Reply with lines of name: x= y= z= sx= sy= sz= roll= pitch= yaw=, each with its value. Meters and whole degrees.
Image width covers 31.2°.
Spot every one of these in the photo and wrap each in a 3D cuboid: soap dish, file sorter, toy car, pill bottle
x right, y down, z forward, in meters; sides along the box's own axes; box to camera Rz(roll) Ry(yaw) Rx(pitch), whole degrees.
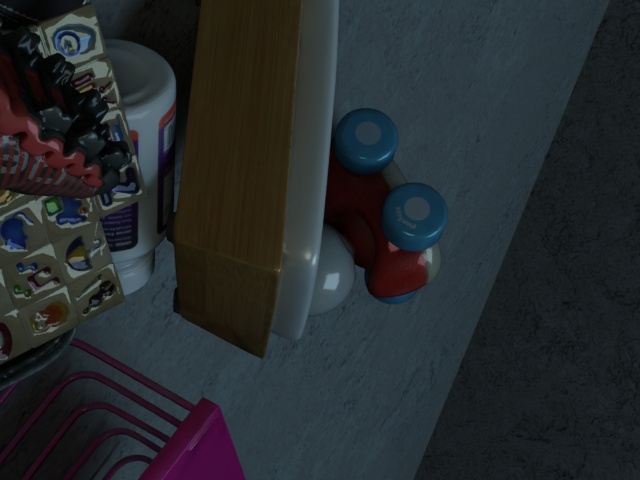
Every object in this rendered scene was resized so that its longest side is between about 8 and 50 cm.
soap dish: x=-0.056 y=-0.072 z=0.962 sx=0.229 sy=0.118 sz=0.291 roll=104 pitch=-9 yaw=-68
file sorter: x=-0.203 y=0.255 z=1.084 sx=0.202 sy=0.182 sz=0.291 roll=-53 pitch=156 yaw=-25
toy car: x=0.000 y=0.000 z=1.348 sx=0.238 sy=0.210 sz=0.219 roll=-26 pitch=163 yaw=-15
pill bottle: x=-0.169 y=-0.051 z=0.902 sx=0.108 sy=0.108 sz=0.194 roll=-44 pitch=152 yaw=-43

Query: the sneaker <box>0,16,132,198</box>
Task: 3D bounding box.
sneaker: x=-0.235 y=-0.072 z=0.660 sx=0.135 sy=0.098 sz=0.276 roll=-43 pitch=144 yaw=18

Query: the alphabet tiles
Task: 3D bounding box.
alphabet tiles: x=-0.214 y=-0.021 z=0.783 sx=0.198 sy=0.009 sz=0.237 roll=-28 pitch=132 yaw=-21

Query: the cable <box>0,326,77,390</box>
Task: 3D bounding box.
cable: x=-0.276 y=0.122 z=0.834 sx=0.287 sy=0.072 sz=0.140 roll=-22 pitch=105 yaw=-44

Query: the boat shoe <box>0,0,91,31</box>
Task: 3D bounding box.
boat shoe: x=-0.203 y=-0.185 z=0.673 sx=0.103 sy=0.092 sz=0.285 roll=-62 pitch=160 yaw=-5
